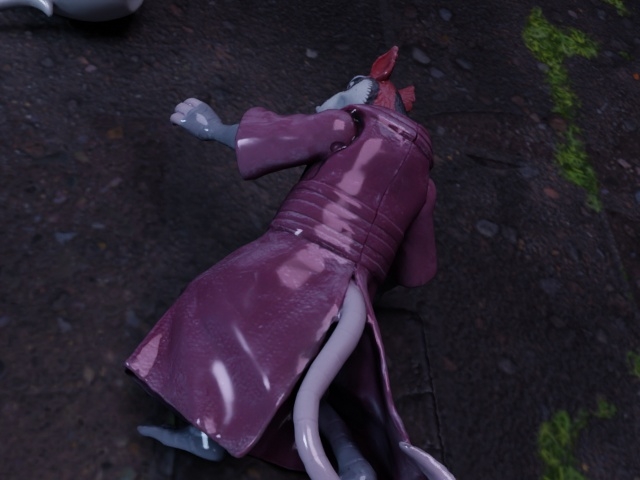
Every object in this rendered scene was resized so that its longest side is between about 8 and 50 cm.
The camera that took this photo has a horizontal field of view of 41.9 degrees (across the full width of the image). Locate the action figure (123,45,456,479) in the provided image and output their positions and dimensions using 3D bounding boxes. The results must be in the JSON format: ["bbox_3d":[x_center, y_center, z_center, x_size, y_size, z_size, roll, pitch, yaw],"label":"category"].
[{"bbox_3d":[0.000,0.000,0.641,0.248,0.275,0.370,29,75,-23],"label":"action figure"}]

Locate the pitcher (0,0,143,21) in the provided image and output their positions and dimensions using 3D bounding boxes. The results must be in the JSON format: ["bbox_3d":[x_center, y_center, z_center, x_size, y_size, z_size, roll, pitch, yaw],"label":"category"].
[{"bbox_3d":[-0.290,-0.279,0.851,0.207,0.125,0.178,16,70,2],"label":"pitcher"}]
